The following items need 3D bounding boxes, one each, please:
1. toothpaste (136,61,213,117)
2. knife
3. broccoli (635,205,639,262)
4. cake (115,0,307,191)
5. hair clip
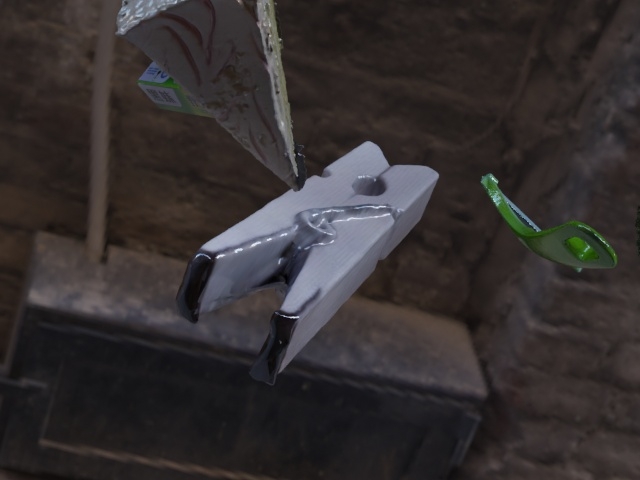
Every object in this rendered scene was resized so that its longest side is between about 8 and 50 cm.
[{"bbox_3d":[-0.122,-0.152,1.345,0.178,0.037,0.043,15,-25,52],"label":"toothpaste"},{"bbox_3d":[0.122,0.000,0.689,0.078,0.023,0.166,38,3,-6],"label":"knife"},{"bbox_3d":[0.412,0.001,1.227,0.261,0.269,0.241,17,-13,-37],"label":"broccoli"},{"bbox_3d":[-0.038,-0.071,0.550,0.065,0.121,0.052,-13,49,6],"label":"cake"},{"bbox_3d":[-0.001,0.004,1.154,0.101,0.085,0.331,25,30,16],"label":"hair clip"}]
